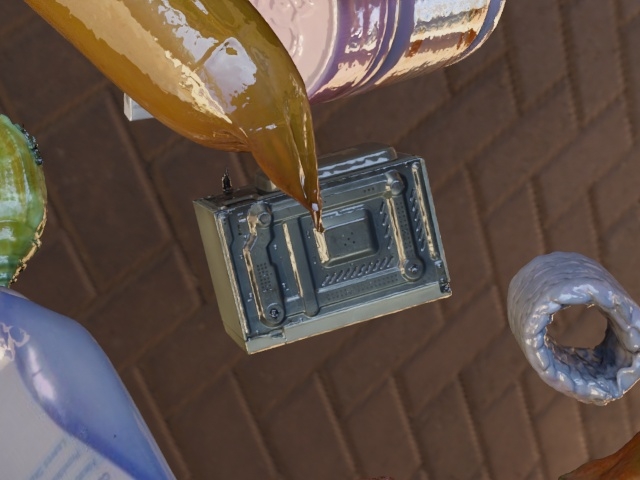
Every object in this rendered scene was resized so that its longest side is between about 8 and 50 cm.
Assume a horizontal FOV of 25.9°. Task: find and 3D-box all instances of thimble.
[{"bbox_3d":[0.277,0.093,1.491,0.151,0.118,0.127,36,103,-15],"label":"thimble"}]

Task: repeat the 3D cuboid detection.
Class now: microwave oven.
[{"bbox_3d":[0.000,0.000,1.549,0.241,0.145,0.194,-15,104,-13],"label":"microwave oven"}]

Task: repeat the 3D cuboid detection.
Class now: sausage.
[{"bbox_3d":[-0.099,-0.135,0.904,0.112,0.328,0.112,-43,169,-11],"label":"sausage"}]

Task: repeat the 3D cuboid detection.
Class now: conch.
[{"bbox_3d":[-0.330,-0.036,1.463,0.079,0.095,0.200,11,80,-64],"label":"conch"}]

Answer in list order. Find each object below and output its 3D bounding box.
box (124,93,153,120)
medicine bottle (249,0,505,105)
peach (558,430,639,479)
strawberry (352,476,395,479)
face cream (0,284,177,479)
[{"bbox_3d":[-0.252,-0.260,2.092,0.084,0.040,0.154,-9,121,-21],"label":"box"},{"bbox_3d":[0.023,-0.240,1.332,0.316,0.202,0.202,-23,130,-51],"label":"medicine bottle"},{"bbox_3d":[0.285,0.224,0.967,0.232,0.257,0.232,14,90,-74],"label":"peach"},{"bbox_3d":[0.041,0.239,1.193,0.083,0.096,0.083,-11,110,-32],"label":"strawberry"},{"bbox_3d":[-0.201,0.182,0.939,0.235,0.420,0.137,-44,138,6],"label":"face cream"}]
